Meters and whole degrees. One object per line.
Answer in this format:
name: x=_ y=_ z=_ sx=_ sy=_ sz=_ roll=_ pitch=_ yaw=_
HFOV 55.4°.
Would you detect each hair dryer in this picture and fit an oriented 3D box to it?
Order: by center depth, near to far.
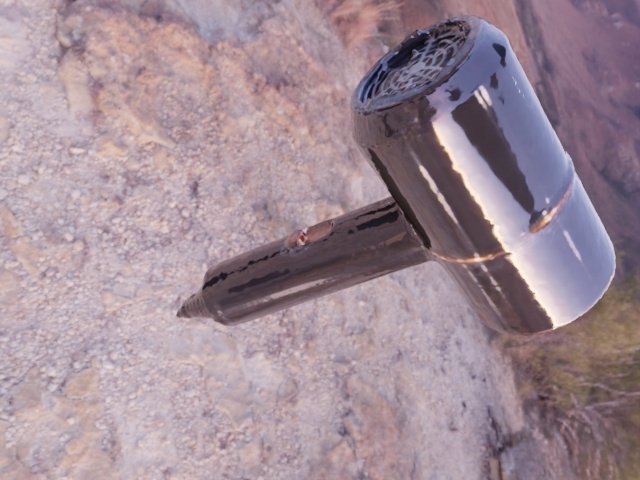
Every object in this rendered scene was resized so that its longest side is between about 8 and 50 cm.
hair dryer: x=0.000 y=0.000 z=0.442 sx=0.189 sy=0.352 sz=0.107 roll=51 pitch=35 yaw=-28
